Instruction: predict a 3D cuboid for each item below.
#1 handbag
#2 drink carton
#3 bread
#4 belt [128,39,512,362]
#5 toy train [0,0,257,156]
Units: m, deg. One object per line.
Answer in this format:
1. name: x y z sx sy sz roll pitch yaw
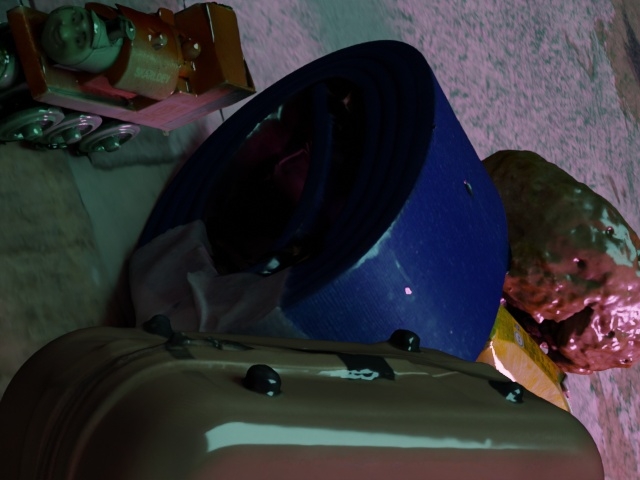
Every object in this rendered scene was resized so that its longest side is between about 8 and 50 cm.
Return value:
1. handbag: -0.021 0.185 0.919 0.302 0.149 0.283 7 103 -41
2. drink carton: 0.165 0.125 1.623 0.200 0.084 0.074 45 28 -38
3. bread: 0.199 0.024 1.659 0.230 0.123 0.230 44 -9 9
4. belt: 0.000 0.000 1.171 0.117 0.212 0.347 60 20 -24
5. toy train: -0.124 -0.101 1.091 0.176 0.118 0.074 11 58 -67
